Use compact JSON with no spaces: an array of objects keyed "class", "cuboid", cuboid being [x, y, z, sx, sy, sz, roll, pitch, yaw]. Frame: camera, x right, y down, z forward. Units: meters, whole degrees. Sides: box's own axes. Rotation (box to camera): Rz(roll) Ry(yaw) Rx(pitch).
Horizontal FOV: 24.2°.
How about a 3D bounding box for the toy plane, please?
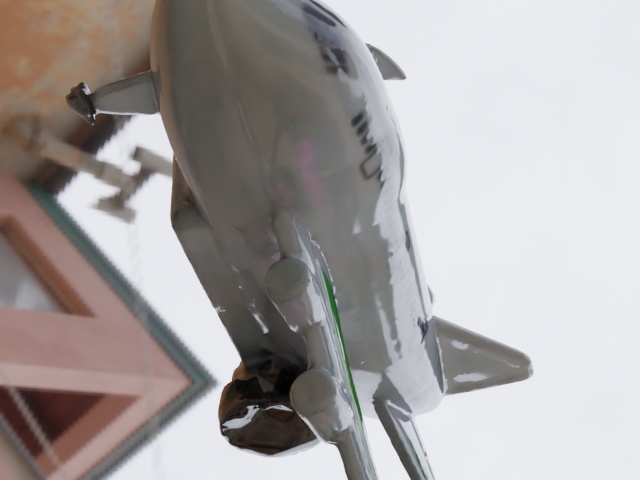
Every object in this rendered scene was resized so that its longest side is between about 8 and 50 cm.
[{"class":"toy plane","cuboid":[-0.004,0.002,0.509,0.101,0.255,0.251,-16,-130,15]}]
